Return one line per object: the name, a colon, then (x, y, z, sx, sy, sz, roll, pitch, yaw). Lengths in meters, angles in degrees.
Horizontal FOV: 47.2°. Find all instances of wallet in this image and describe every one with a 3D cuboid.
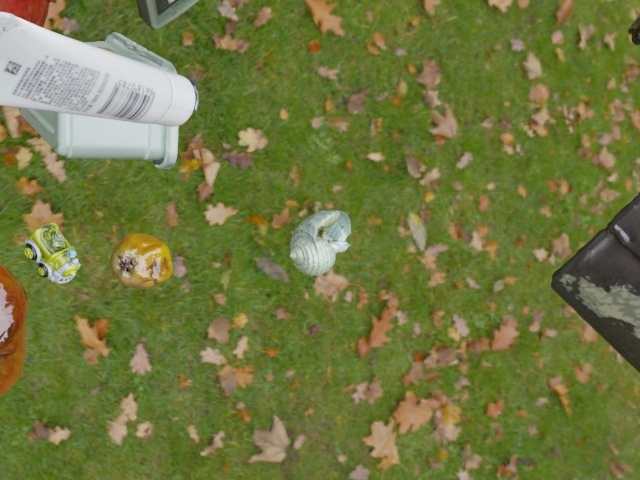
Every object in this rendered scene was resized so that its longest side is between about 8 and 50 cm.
wallet: (0.426, 0.106, 0.819, 0.321, 0.170, 0.044, 47, 31, 17)

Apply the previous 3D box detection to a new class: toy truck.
toy truck: (-0.489, 0.022, 1.360, 0.111, 0.077, 0.076, 51, 36, 4)

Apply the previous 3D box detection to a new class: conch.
conch: (-0.007, -0.001, 1.503, 0.153, 0.102, 0.135, -45, 149, -52)

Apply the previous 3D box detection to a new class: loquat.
loquat: (-0.384, 0.045, 1.568, 0.137, 0.113, 0.137, 41, 26, -25)

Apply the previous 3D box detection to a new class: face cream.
face cream: (-0.215, -0.147, 0.689, 0.058, 0.092, 0.244, 52, 24, 20)

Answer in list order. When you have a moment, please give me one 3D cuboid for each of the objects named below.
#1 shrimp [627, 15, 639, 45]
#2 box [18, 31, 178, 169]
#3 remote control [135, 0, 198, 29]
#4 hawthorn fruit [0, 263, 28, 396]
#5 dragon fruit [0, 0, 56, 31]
shrimp: (0.326, -0.175, 0.594, 0.195, 0.148, 0.035, 32, 46, -71)
box: (-0.374, -0.232, 1.201, 0.183, 0.312, 0.175, -9, 119, -34)
remote control: (-0.163, -0.338, 0.819, 0.123, 0.285, 0.038, -44, 89, -14)
hawthorn fruit: (-0.469, 0.087, 0.826, 0.224, 0.261, 0.224, -49, 151, -38)
dragon fruit: (-0.597, -0.508, 1.434, 0.228, 0.329, 0.286, 5, 65, -32)
